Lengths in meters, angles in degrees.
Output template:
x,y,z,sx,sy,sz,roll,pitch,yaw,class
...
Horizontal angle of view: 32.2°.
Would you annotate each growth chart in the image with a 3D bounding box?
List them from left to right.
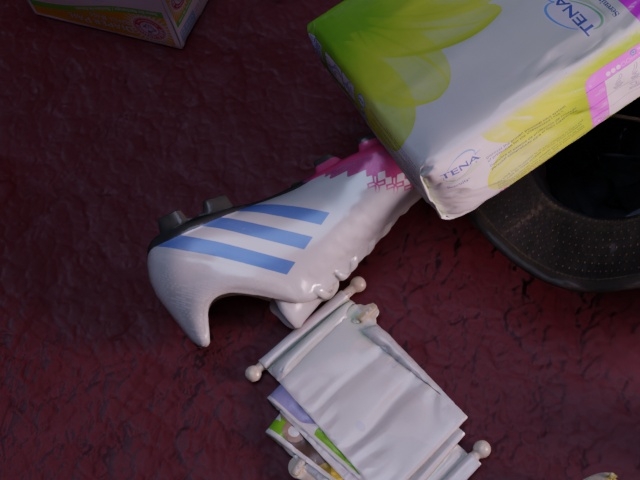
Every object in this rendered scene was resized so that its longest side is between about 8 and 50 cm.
x,y,z,sx,sy,sz,roll,pitch,yaw,class
0.036,0.162,1.017,0.172,0.021,0.237,-35,63,-8,growth chart

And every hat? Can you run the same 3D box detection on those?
x,y,z,sx,sy,sz,roll,pitch,yaw,class
0.279,-0.088,1.033,0.331,0.134,0.331,-8,64,16,hat

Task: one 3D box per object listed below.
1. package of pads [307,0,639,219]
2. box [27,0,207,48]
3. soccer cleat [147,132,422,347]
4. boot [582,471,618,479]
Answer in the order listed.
x,y,z,sx,sy,sz,roll,pitch,yaw,class
0.168,-0.180,0.984,0.296,0.101,0.229,-34,55,2,package of pads
-0.234,-0.310,1.257,0.203,0.103,0.114,15,67,17,box
0.000,0.000,1.070,0.331,0.116,0.143,-22,82,-3,soccer cleat
0.283,0.232,0.870,0.213,0.077,0.165,-22,19,-9,boot
